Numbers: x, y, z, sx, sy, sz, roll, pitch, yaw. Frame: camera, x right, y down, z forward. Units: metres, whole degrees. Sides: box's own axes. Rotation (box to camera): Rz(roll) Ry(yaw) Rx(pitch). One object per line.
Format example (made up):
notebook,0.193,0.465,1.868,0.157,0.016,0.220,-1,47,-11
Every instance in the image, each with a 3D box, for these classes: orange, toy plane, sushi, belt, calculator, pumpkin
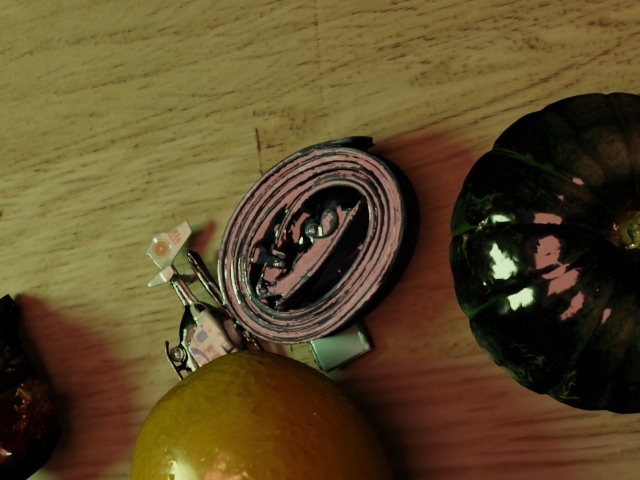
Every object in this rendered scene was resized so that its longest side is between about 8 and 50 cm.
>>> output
orange,-0.047,0.207,1.287,0.236,0.236,0.236,0,90,28
toy plane,-0.105,0.079,1.416,0.078,0.053,0.197,-35,75,15
sushi,-0.328,0.165,1.463,0.153,0.172,0.150,-33,97,0
belt,0.000,0.000,1.325,0.141,0.082,0.190,43,99,10
calculator,-0.011,0.032,1.381,0.057,0.018,0.172,-32,75,23
pumpkin,0.221,0.008,1.158,0.250,0.216,0.249,1,82,-5
